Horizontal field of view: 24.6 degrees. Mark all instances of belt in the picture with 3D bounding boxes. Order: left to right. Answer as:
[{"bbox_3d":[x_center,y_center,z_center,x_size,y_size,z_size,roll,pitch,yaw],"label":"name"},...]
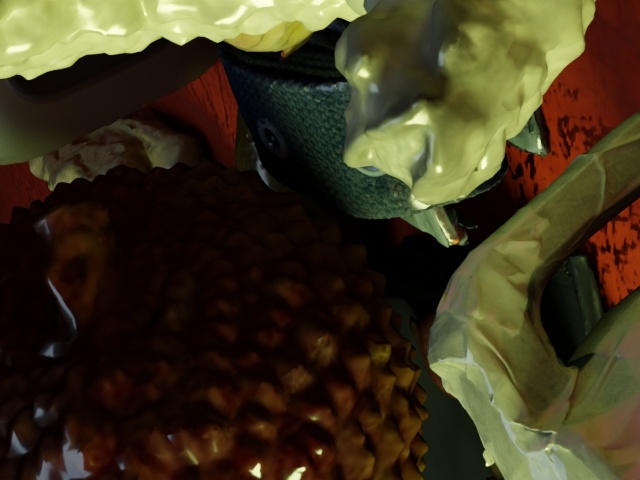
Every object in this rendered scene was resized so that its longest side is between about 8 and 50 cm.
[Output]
[{"bbox_3d":[0.026,-0.074,0.859,0.218,0.122,0.128,31,148,57],"label":"belt"}]

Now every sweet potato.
[{"bbox_3d":[0.007,-0.001,1.124,0.112,0.085,0.285,-87,-23,-45],"label":"sweet potato"}]

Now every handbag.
[{"bbox_3d":[0.120,0.152,0.949,0.303,0.122,0.329,66,161,-11],"label":"handbag"}]

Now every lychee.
[{"bbox_3d":[-0.083,0.108,0.839,0.306,0.306,0.330,43,163,47],"label":"lychee"}]

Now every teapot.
[{"bbox_3d":[0.158,0.069,0.598,0.163,0.178,0.221,15,130,67],"label":"teapot"}]

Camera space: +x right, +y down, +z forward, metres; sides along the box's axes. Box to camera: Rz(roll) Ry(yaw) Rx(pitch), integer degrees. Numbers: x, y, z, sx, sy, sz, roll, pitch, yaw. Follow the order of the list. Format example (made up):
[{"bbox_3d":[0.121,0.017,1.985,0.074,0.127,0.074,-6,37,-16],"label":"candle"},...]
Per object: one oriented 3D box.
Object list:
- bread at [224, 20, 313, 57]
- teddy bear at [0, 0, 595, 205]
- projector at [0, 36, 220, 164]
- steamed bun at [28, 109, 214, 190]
[{"bbox_3d":[-0.017,-0.199,0.702,0.170,0.197,0.197,51,163,-3],"label":"bread"},{"bbox_3d":[0.016,-0.173,0.430,0.362,0.376,0.327,-139,47,-86],"label":"teddy bear"},{"bbox_3d":[-0.233,-0.245,1.124,0.248,0.248,0.249,48,158,38],"label":"projector"},{"bbox_3d":[-0.228,-0.004,1.620,0.247,0.189,0.428,60,164,-21],"label":"steamed bun"}]
